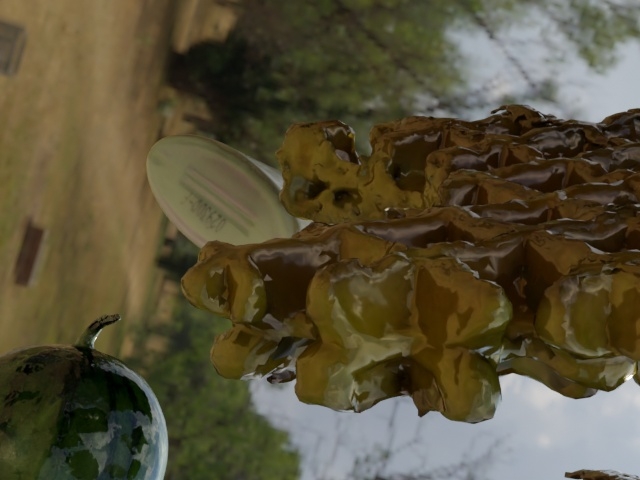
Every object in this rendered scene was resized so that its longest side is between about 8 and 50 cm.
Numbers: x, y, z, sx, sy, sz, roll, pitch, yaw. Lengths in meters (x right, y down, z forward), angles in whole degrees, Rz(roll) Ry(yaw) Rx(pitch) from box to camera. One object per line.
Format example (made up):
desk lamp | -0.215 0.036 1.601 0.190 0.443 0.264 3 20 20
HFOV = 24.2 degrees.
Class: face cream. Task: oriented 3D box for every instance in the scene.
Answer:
face cream | 0.000 0.000 1.314 0.081 0.173 0.348 -57 151 6

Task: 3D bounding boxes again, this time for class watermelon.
watermelon | -0.218 0.164 1.223 0.188 0.188 0.215 141 -41 -78

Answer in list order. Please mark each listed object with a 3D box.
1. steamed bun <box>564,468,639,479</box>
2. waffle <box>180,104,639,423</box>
steamed bun | 0.151 0.243 0.643 0.199 0.251 0.301 -46 172 -9
waffle | 0.093 0.002 0.564 0.293 0.259 0.069 -61 150 -71
